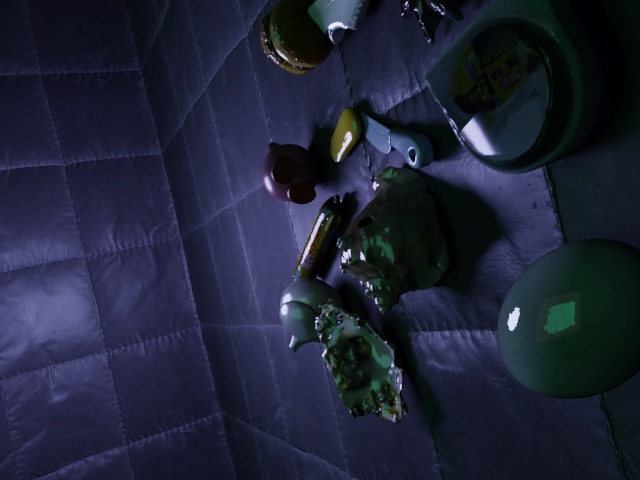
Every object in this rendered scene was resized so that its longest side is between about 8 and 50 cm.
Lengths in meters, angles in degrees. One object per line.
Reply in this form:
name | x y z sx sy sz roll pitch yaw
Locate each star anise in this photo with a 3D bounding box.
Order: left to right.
star anise | 0.206 -0.466 1.028 0.208 0.063 0.171 -17 88 62

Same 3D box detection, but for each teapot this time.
teapot | 0.013 0.223 1.595 0.318 0.149 0.219 0 119 39

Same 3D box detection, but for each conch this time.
conch | 0.153 0.002 1.221 0.263 0.186 0.324 -1 102 44

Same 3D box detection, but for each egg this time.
egg | 0.373 0.117 0.809 0.203 0.203 0.282 58 143 32

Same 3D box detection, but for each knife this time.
knife | 0.152 -0.234 1.263 0.331 0.044 0.080 -135 34 -55

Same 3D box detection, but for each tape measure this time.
tape measure | 0.308 -0.237 0.856 0.259 0.138 0.262 -40 66 61

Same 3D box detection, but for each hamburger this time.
hamburger | -0.060 -0.510 1.365 0.118 0.191 0.181 156 119 -63

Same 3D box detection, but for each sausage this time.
sausage | 0.000 0.000 1.600 0.082 0.082 0.371 60 147 29

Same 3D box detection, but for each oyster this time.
oyster | 0.114 0.303 1.446 0.201 0.107 0.354 -32 79 32

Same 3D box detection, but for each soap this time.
soap | 0.061 -0.269 1.408 0.168 0.033 0.089 131 125 -63

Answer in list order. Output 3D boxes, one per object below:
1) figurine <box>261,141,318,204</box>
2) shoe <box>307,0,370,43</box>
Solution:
figurine | -0.088 -0.195 1.591 0.173 0.173 0.173 34 130 53
shoe | 0.080 -0.533 1.226 0.265 0.095 0.110 -13 111 57
